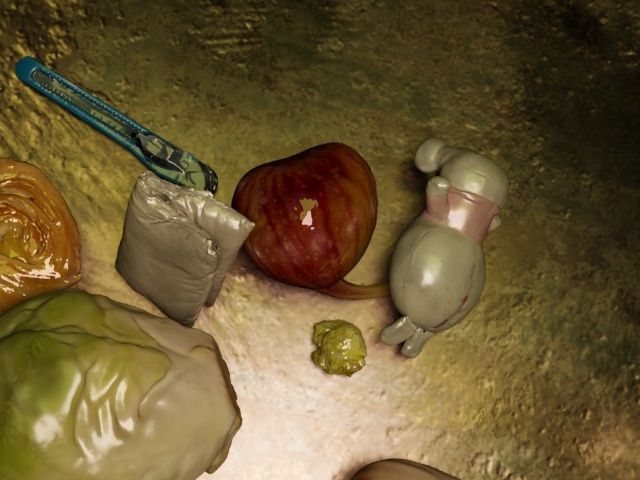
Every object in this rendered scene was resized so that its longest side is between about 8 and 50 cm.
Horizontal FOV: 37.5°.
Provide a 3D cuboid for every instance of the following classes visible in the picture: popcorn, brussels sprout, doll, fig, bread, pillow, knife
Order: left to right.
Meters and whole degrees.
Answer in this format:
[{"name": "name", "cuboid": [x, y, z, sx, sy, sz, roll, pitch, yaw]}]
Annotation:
[{"name": "bread", "cuboid": [-0.388, 0.016, 1.046, 0.236, 0.120, 0.198, -25, 83, -13]}, {"name": "brussels sprout", "cuboid": [-0.245, 0.187, 0.965, 0.316, 0.242, 0.274, -44, 94, -12]}, {"name": "knife", "cuboid": [-0.246, -0.135, 1.147, 0.296, 0.026, 0.044, 32, 87, -1]}, {"name": "pillow", "cuboid": [-0.162, 0.013, 1.058, 0.134, 0.181, 0.078, 32, 49, 3]}, {"name": "fig", "cuboid": [-0.007, -0.001, 1.094, 0.175, 0.175, 0.207, -18, 109, -11]}, {"name": "popcorn", "cuboid": [0.024, 0.123, 1.112, 0.059, 0.068, 0.083, 1, 38, -30]}, {"name": "doll", "cuboid": [0.151, 0.003, 1.113, 0.155, 0.113, 0.275, 31, 69, -47]}]

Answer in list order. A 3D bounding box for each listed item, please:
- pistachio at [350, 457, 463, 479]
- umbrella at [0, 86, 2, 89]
[{"name": "pistachio", "cuboid": [0.114, 0.320, 1.045, 0.206, 0.131, 0.129, 22, 117, -2]}, {"name": "umbrella", "cuboid": [-0.437, -0.154, 1.132, 0.122, 0.013, 0.022, -27, 61, -11]}]
